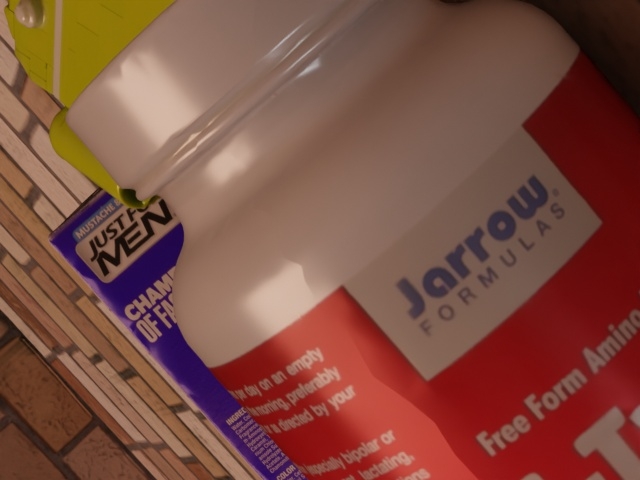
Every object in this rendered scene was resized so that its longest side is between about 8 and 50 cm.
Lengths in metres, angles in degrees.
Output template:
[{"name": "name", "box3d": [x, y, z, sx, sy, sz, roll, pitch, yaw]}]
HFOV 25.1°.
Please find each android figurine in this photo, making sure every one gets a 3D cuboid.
[{"name": "android figurine", "box3d": [-0.126, -0.151, 0.880, 0.273, 0.056, 0.248, 35, 129, 36]}]

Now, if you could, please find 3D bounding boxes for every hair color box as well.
[{"name": "hair color box", "box3d": [-0.048, 0.079, 1.106, 0.339, 0.110, 0.185, 48, -175, -8]}]

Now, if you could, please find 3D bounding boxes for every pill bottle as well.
[{"name": "pill bottle", "box3d": [0.081, 0.039, 0.678, 0.407, 0.229, 0.229, 48, 160, -6]}]
